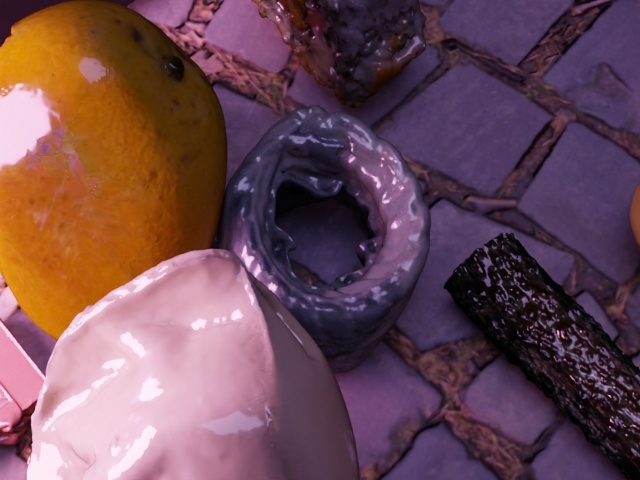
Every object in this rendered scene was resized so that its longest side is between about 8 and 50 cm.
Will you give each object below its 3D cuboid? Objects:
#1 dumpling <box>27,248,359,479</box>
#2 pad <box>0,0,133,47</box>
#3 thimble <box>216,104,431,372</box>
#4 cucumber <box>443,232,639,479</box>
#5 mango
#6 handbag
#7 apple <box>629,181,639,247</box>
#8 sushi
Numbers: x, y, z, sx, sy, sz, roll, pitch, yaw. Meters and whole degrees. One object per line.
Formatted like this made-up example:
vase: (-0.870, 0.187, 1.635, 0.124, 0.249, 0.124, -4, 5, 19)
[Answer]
dumpling: (-0.117, 0.219, 1.655, 0.316, 0.233, 0.395, -20, 94, 22)
pad: (-0.289, -0.272, 1.981, 0.170, 0.006, 0.245, 36, 67, 30)
thimble: (0.000, 0.000, 1.786, 0.205, 0.172, 0.250, -2, 66, -7)
cucumber: (0.271, 0.146, 1.762, 0.096, 0.096, 0.359, -36, 72, -17)
mango: (-0.217, -0.050, 1.710, 0.253, 0.364, 0.182, 12, 30, 7)
handbag: (-0.378, 0.163, 1.754, 0.212, 0.059, 0.157, -37, 69, -16)
apple: (0.401, -0.028, 1.799, 0.200, 0.200, 0.200, 0, 63, -1)
sushi: (0.005, -0.277, 1.911, 0.139, 0.184, 0.274, -35, 68, -18)
